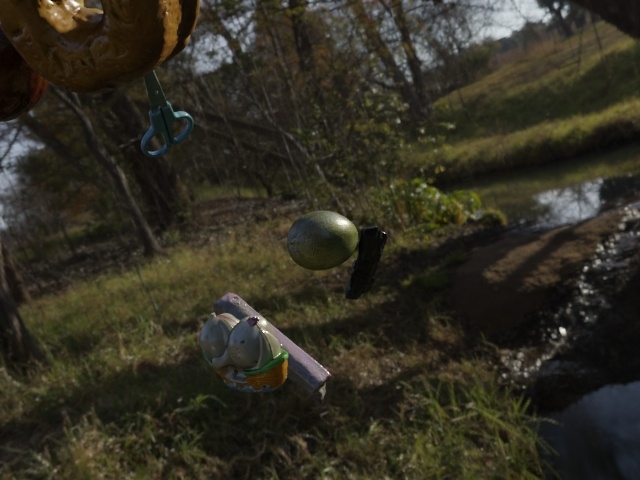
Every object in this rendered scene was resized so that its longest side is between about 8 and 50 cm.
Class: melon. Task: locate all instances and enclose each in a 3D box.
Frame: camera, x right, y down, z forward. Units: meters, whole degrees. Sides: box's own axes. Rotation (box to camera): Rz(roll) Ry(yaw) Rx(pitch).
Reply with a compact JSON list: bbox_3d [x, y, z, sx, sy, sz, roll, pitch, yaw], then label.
[{"bbox_3d":[0.000,0.000,1.368,0.192,0.139,0.139,-7,-4,-40],"label":"melon"}]

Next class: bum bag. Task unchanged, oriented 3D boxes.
[{"bbox_3d":[0.108,0.054,1.456,0.087,0.198,0.049,-1,24,-36],"label":"bum bag"}]

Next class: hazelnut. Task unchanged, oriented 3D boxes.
[{"bbox_3d":[-0.519,-0.303,0.917,0.217,0.252,0.217,-35,-18,-13],"label":"hazelnut"}]

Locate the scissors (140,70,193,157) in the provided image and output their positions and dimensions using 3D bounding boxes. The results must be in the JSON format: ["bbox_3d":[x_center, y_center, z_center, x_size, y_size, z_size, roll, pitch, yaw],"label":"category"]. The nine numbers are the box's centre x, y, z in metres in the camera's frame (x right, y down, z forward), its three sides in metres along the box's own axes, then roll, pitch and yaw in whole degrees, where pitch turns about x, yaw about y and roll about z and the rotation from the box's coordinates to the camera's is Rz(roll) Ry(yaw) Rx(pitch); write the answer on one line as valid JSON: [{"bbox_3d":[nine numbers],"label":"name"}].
[{"bbox_3d":[-0.482,-0.412,1.764,0.192,0.029,0.447,-39,-20,-20],"label":"scissors"}]

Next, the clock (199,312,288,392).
[{"bbox_3d":[-0.147,0.202,1.117,0.230,0.144,0.103,-5,18,41],"label":"clock"}]

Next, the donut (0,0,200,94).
[{"bbox_3d":[-0.250,-0.268,0.645,0.226,0.227,0.114,-17,34,29],"label":"donut"}]

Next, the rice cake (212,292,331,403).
[{"bbox_3d":[-0.128,0.267,1.564,0.070,0.399,0.064,-38,-25,-36],"label":"rice cake"}]
